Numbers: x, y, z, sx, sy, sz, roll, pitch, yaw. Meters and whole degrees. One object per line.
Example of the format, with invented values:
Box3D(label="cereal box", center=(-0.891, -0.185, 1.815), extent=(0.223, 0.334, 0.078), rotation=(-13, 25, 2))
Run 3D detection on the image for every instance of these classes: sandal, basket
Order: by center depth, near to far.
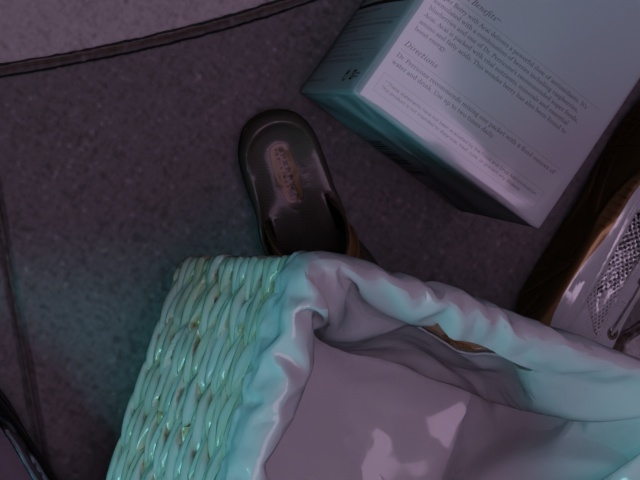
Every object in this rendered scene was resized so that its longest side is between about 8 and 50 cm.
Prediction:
Box3D(label="basket", center=(0.029, 0.194, 1.029), extent=(0.328, 0.266, 0.331), rotation=(19, 86, -27))
Box3D(label="sandal", center=(0.000, 0.000, 1.168), extent=(0.090, 0.060, 0.219), rotation=(-21, 102, -11))

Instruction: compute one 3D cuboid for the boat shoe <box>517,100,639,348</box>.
Box3D(label="boat shoe", center=(0.275, -0.025, 1.223), extent=(0.096, 0.098, 0.277), rotation=(31, 97, -16))

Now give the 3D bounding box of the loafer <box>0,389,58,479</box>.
Box3D(label="loafer", center=(-0.254, 0.172, 1.099), extent=(0.109, 0.095, 0.302), rotation=(-44, 107, -17))

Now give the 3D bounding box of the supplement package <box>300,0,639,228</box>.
Box3D(label="supplement package", center=(0.151, -0.182, 1.127), extent=(0.177, 0.175, 0.293), rotation=(36, 87, -14))
